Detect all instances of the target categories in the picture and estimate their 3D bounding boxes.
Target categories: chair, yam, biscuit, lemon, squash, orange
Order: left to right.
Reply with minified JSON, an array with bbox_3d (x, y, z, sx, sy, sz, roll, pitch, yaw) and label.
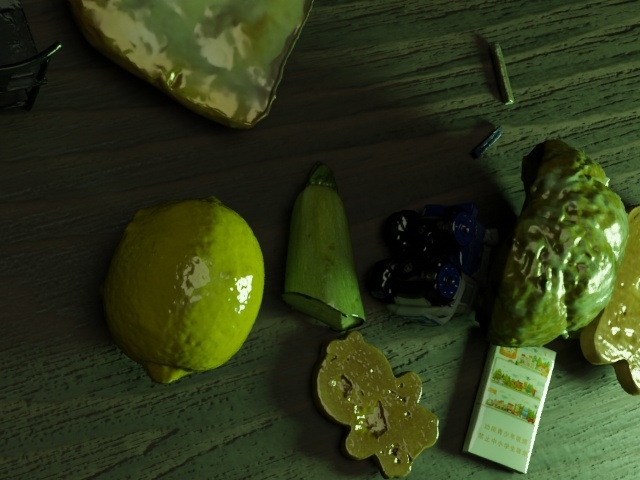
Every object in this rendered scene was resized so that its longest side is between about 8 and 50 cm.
[{"bbox_3d":[-0.472,-0.259,1.552,0.154,0.260,0.141,-18,86,-24],"label":"chair"},{"bbox_3d":[-0.198,0.069,1.618,0.233,0.233,0.288,20,80,-17],"label":"lemon"},{"bbox_3d":[-0.204,-0.418,1.781,0.446,0.104,0.429,22,71,-20],"label":"biscuit"},{"bbox_3d":[-0.011,-0.001,1.773,0.137,0.137,0.288,-1,74,-22],"label":"squash"},{"bbox_3d":[0.081,0.265,1.795,0.249,0.035,0.184,47,66,-7],"label":"biscuit"},{"bbox_3d":[0.330,-0.304,2.019,0.021,0.021,0.116,-11,85,-24],"label":"yam"},{"bbox_3d":[0.390,0.012,1.820,0.210,0.271,0.369,18,67,15],"label":"orange"},{"bbox_3d":[0.569,0.095,2.000,0.275,0.052,0.355,34,61,-25],"label":"biscuit"}]

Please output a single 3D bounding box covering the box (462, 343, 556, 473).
[{"bbox_3d":[0.323,0.274,1.895,0.122,0.032,0.220,23,72,-16],"label":"box"}]

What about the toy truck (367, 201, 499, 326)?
[{"bbox_3d":[0.200,0.042,1.843,0.177,0.161,0.213,33,68,-38],"label":"toy truck"}]

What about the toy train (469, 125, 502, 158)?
[{"bbox_3d":[0.300,-0.177,1.983,0.083,0.017,0.017,-42,99,-23],"label":"toy train"}]

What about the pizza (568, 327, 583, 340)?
[{"bbox_3d":[0.464,0.123,1.979,0.099,0.036,0.160,-39,95,-24],"label":"pizza"}]
